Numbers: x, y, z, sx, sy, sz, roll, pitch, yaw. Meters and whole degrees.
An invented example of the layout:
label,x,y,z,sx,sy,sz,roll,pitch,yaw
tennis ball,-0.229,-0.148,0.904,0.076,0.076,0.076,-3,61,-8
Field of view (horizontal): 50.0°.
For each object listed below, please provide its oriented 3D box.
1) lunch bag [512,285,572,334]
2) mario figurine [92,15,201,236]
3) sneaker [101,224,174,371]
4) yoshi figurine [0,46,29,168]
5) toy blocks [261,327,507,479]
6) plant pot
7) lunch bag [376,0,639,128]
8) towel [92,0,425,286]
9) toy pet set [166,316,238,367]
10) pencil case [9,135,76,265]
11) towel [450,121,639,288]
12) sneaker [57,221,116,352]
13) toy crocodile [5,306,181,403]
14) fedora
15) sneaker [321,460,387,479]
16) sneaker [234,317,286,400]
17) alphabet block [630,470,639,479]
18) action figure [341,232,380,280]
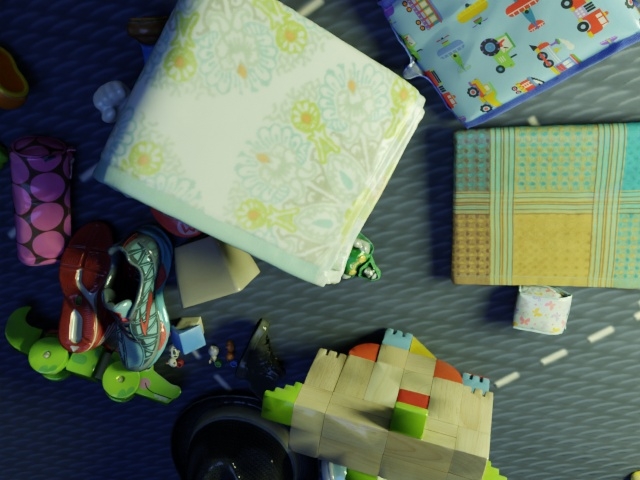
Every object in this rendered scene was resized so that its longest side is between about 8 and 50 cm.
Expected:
label,x,y,z,sx,sy,sz,roll,pitch,yaw
lunch bag,0.357,0.110,1.109,0.083,0.053,0.071,9,115,15
mario figurine,-0.199,-0.153,0.989,0.198,0.170,0.320,13,114,31
sneaker,-0.324,0.106,1.146,0.104,0.125,0.262,12,107,20
yoshi figurine,-0.611,-0.141,1.053,0.362,0.203,0.203,-31,118,28
toy blocks,0.125,0.255,1.113,0.381,0.261,0.191,13,120,10
plant pot,-0.179,0.037,1.127,0.109,0.109,0.096,-18,100,16
lunch bag,0.228,-0.291,0.897,0.293,0.138,0.221,-30,111,32
towel,-0.070,-0.141,0.942,0.374,0.090,0.320,27,92,-20
toy pet set,-0.222,0.198,1.231,0.122,0.065,0.114,-4,116,10
pencil case,-0.451,-0.062,1.126,0.098,0.095,0.209,-5,123,-27
towel,0.385,-0.047,1.032,0.370,0.040,0.271,1,118,10
sneaker,-0.395,0.082,1.195,0.087,0.128,0.221,12,83,1
toy crocodile,-0.415,0.222,1.257,0.340,0.105,0.115,20,159,-2
fedora,-0.157,0.461,1.303,0.334,0.152,0.334,3,117,6
sneaker,0.158,0.472,1.281,0.208,0.127,0.319,-28,119,22
sneaker,-0.097,0.217,1.232,0.089,0.051,0.170,24,122,-4
alphabet block,0.673,0.517,1.183,0.193,0.197,0.192,-17,113,16
action figure,0.000,0.000,1.105,0.232,0.063,0.137,30,114,-11
